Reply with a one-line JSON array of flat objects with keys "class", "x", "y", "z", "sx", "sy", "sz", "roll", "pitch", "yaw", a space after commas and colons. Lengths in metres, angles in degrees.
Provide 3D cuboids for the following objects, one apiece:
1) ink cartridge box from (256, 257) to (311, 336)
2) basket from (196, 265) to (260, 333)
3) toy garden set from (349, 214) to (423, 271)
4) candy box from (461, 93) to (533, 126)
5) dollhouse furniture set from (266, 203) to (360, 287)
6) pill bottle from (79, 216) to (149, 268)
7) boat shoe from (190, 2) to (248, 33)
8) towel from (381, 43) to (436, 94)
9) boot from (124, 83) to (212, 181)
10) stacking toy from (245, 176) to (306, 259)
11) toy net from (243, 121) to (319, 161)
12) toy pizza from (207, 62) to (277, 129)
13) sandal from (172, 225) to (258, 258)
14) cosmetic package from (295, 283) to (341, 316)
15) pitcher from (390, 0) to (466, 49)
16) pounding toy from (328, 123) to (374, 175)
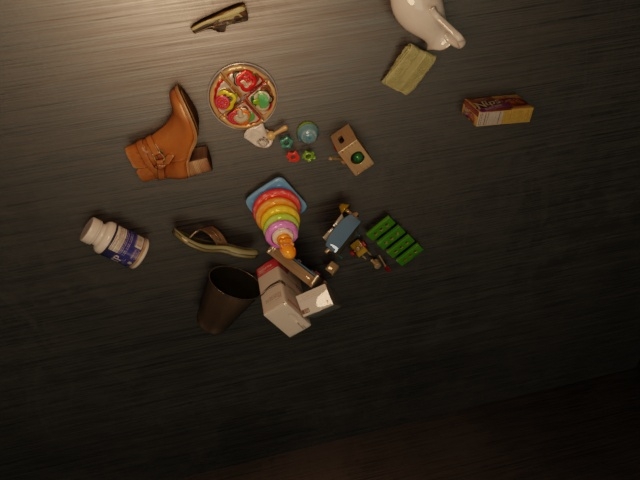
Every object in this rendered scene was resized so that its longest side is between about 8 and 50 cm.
[{"class": "ink cartridge box", "x": -0.136, "y": 0.206, "z": 1.810, "sx": 0.100, "sy": 0.237, "sz": 0.172, "roll": -32, "pitch": 129, "yaw": 12}, {"class": "basket", "x": -0.358, "y": 0.228, "z": 1.831, "sx": 0.204, "sy": 0.154, "sz": 0.227, "roll": 19, "pitch": 125, "yaw": -26}, {"class": "toy garden set", "x": 0.244, "y": 0.024, "z": 1.892, "sx": 0.204, "sy": 0.049, "sz": 0.244, "roll": -40, "pitch": 128, "yaw": 15}, {"class": "candy box", "x": 0.560, "y": -0.414, "z": 1.575, "sx": 0.186, "sy": 0.109, "sz": 0.053, "roll": -6, "pitch": 130, "yaw": -10}, {"class": "dollhouse furniture set", "x": 0.000, "y": 0.000, "z": 1.786, "sx": 0.303, "sy": 0.198, "sz": 0.286, "roll": -51, "pitch": 168, "yaw": -3}, {"class": "pill bottle", "x": -0.658, "y": 0.004, "z": 1.585, "sx": 0.186, "sy": 0.112, "sz": 0.112, "roll": 32, "pitch": 115, "yaw": -33}, {"class": "boat shoe", "x": -0.256, "y": -0.557, "z": 1.268, "sx": 0.152, "sy": 0.056, "sz": 0.049, "roll": -21, "pitch": 126, "yaw": 3}, {"class": "towel", "x": 0.260, "y": -0.499, "z": 1.456, "sx": 0.110, "sy": 0.027, "sz": 0.148, "roll": 13, "pitch": 140, "yaw": -26}, {"class": "boot", "x": -0.449, "y": -0.294, "z": 1.417, "sx": 0.220, "sy": 0.109, "sz": 0.283, "roll": -10, "pitch": 138, "yaw": -2}, {"class": "stacking toy", "x": -0.123, "y": -0.040, "z": 1.568, "sx": 0.165, "sy": 0.302, "sz": 0.175, "roll": -33, "pitch": 130, "yaw": 12}, {"class": "toy net", "x": -0.121, "y": -0.308, "z": 1.522, "sx": 0.232, "sy": 0.045, "sz": 0.122, "roll": 2, "pitch": 130, "yaw": -15}, {"class": "toy pizza", "x": -0.221, "y": -0.405, "z": 1.419, "sx": 0.201, "sy": 0.032, "sz": 0.201, "roll": -8, "pitch": 130, "yaw": -9}, {"class": "sandal", "x": -0.351, "y": -0.004, "z": 1.680, "sx": 0.302, "sy": 0.120, "sz": 0.086, "roll": 13, "pitch": 96, "yaw": -26}, {"class": "cosmetic package", "x": -0.003, "y": 0.220, "z": 1.777, "sx": 0.117, "sy": 0.086, "sz": 0.231, "roll": -23, "pitch": 166, "yaw": 3}, {"class": "pitcher", "x": 0.289, "y": -0.592, "z": 1.308, "sx": 0.207, "sy": 0.178, "sz": 0.125, "roll": 36, "pitch": 98, "yaw": -36}, {"class": "pounding toy", "x": 0.085, "y": -0.272, "z": 1.540, "sx": 0.100, "sy": 0.141, "sz": 0.130, "roll": -33, "pitch": 129, "yaw": 13}]
